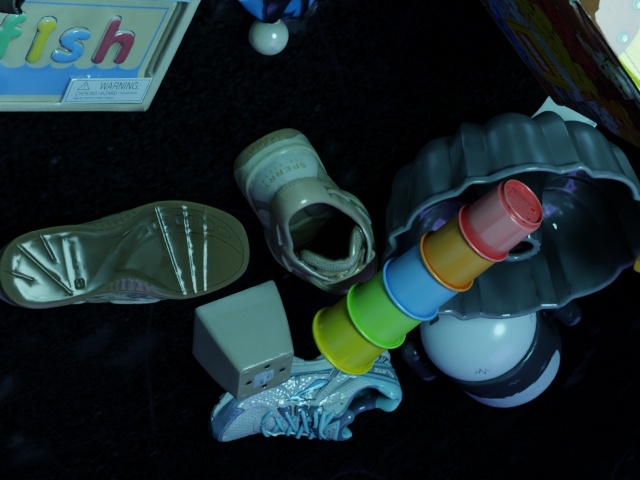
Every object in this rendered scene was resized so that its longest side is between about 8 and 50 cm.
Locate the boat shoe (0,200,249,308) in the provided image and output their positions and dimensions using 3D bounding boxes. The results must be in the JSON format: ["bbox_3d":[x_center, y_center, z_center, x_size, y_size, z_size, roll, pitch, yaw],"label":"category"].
[{"bbox_3d":[-0.210,0.015,1.420,0.285,0.104,0.089,-3,178,-33],"label":"boat shoe"}]

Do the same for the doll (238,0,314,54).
[{"bbox_3d":[-0.027,-0.244,1.227,0.129,0.046,0.189,-23,152,-39],"label":"doll"}]

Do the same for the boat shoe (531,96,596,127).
[{"bbox_3d":[0.310,-0.151,1.677,0.063,0.066,0.184,-6,143,-54],"label":"boat shoe"}]

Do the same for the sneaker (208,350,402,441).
[{"bbox_3d":[-0.015,0.222,1.873,0.283,0.122,0.110,-20,149,-19],"label":"sneaker"}]

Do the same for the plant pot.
[{"bbox_3d":[-0.088,0.132,1.693,0.109,0.096,0.109,-20,149,-21],"label":"plant pot"}]

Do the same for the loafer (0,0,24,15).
[{"bbox_3d":[-0.236,-0.200,0.960,0.220,0.078,0.080,-16,147,-27],"label":"loafer"}]

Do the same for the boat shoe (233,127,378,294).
[{"bbox_3d":[0.000,0.000,1.561,0.122,0.110,0.341,-34,151,4],"label":"boat shoe"}]

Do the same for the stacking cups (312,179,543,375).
[{"bbox_3d":[0.116,0.036,1.549,0.096,0.096,0.316,0,146,-44],"label":"stacking cups"}]

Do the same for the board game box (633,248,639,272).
[{"bbox_3d":[0.631,-0.060,1.621,0.356,0.356,0.356,3,110,-67],"label":"board game box"}]

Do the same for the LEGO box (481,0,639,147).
[{"bbox_3d":[0.406,-0.304,1.171,0.500,0.372,0.193,-38,107,3],"label":"LEGO box"}]

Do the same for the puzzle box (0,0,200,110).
[{"bbox_3d":[-0.266,-0.212,1.049,0.409,0.052,0.272,-5,141,-38],"label":"puzzle box"}]

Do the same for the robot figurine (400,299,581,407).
[{"bbox_3d":[0.244,0.136,1.944,0.209,0.173,0.278,-56,150,-4],"label":"robot figurine"}]

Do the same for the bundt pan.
[{"bbox_3d":[0.226,-0.037,1.643,0.331,0.124,0.331,-6,146,-4],"label":"bundt pan"}]
